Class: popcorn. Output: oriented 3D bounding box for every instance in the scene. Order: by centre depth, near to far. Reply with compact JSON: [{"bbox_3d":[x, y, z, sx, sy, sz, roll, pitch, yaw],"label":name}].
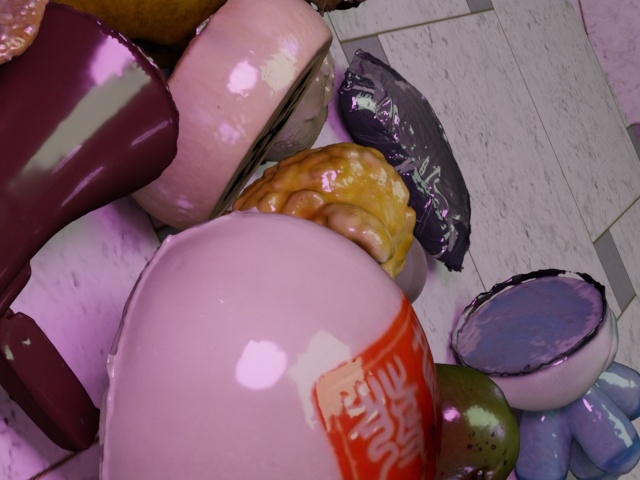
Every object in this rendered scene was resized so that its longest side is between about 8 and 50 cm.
[{"bbox_3d":[0.000,0.000,1.417,0.226,0.203,0.200,-4,96,-20],"label":"popcorn"}]

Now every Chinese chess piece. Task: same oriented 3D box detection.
[{"bbox_3d":[-0.091,-0.129,1.330,0.104,0.257,0.257,33,31,0],"label":"Chinese chess piece"}]

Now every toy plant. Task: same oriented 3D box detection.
[{"bbox_3d":[0.352,0.230,1.959,0.332,0.247,0.247,62,26,-27],"label":"toy plant"}]

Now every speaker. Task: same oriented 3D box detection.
[{"bbox_3d":[-0.257,0.009,1.089,0.259,0.198,0.329,85,23,-46],"label":"speaker"}]

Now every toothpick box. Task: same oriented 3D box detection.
[{"bbox_3d":[0.042,0.033,1.620,0.180,0.111,0.111,5,66,-60],"label":"toothpick box"}]

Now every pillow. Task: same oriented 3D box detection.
[{"bbox_3d":[0.125,-0.108,1.905,0.335,0.092,0.161,59,33,-19],"label":"pillow"}]

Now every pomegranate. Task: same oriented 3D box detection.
[{"bbox_3d":[0.137,0.217,1.618,0.180,0.180,0.210,47,4,-36],"label":"pomegranate"}]

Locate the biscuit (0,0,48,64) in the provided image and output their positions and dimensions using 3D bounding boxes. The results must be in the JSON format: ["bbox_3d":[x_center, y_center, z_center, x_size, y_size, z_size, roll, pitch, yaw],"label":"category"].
[{"bbox_3d":[-0.321,-0.197,1.063,0.219,0.033,0.220,9,46,-9],"label":"biscuit"}]

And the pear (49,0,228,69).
[{"bbox_3d":[-0.184,-0.324,1.325,0.253,0.252,0.307,14,72,-59],"label":"pear"}]

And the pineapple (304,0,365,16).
[{"bbox_3d":[0.011,-0.374,1.640,0.262,0.262,0.272,58,6,-20],"label":"pineapple"}]

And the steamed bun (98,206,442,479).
[{"bbox_3d":[-0.020,0.161,1.162,0.374,0.241,0.375,3,90,-76],"label":"steamed bun"}]

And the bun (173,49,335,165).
[{"bbox_3d":[-0.064,-0.206,1.565,0.239,0.141,0.239,45,30,-37],"label":"bun"}]
